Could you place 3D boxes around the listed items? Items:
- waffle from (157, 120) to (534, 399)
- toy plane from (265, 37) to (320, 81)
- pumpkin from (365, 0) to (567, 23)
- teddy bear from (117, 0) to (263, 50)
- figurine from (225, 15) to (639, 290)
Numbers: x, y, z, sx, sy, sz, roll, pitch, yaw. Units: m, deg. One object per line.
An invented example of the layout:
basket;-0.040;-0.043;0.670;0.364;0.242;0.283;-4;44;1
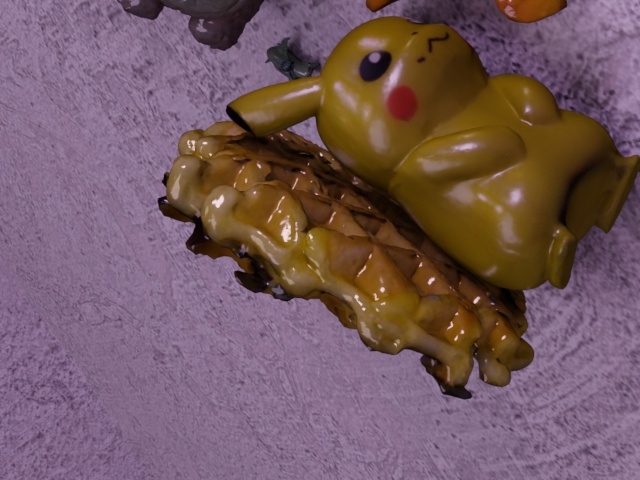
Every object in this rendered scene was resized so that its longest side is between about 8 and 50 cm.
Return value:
waffle;0.032;-0.002;1.161;0.382;0.095;0.379;29;-166;-5
toy plane;-0.035;-0.195;1.358;0.083;0.033;0.080;30;161;40
pumpkin;0.035;-0.286;0.972;0.290;0.095;0.258;38;168;-28
teddy bear;-0.106;-0.304;1.209;0.236;0.151;0.267;19;164;-15
figurine;0.112;-0.094;1.076;0.327;0.218;0.169;41;141;9
